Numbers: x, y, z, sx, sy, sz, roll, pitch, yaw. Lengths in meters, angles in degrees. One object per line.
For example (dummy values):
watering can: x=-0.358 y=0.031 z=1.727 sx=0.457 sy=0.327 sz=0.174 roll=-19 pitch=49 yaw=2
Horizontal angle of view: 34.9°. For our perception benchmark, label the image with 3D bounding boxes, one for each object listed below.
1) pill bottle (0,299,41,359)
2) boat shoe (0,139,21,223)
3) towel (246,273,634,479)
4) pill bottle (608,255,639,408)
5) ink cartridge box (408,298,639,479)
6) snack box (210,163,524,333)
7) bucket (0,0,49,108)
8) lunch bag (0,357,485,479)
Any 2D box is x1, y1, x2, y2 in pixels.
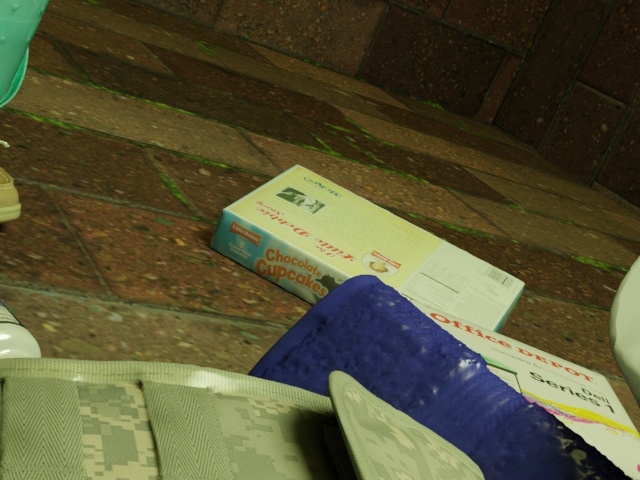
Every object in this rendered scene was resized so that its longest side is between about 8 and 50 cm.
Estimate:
pill bottle: x=-0.225 y=0.072 z=0.665 sx=0.067 sy=0.067 sz=0.120 roll=5 pitch=25 yaw=-49
boat shoe: x=-0.391 y=-0.106 z=0.953 sx=0.285 sy=0.089 sz=0.104 roll=30 pitch=16 yaw=17
towel: x=0.045 y=0.171 z=0.552 sx=0.308 sy=0.228 sz=0.076 roll=38 pitch=-18 yaw=41
pill bottle: x=0.326 y=0.165 z=0.567 sx=0.392 sy=0.224 sz=0.224 roll=57 pitch=4 yaw=-22
ink cartridge box: x=0.142 y=0.173 z=0.779 sx=0.201 sy=0.117 sz=0.278 roll=22 pitch=16 yaw=-7
snack box: x=0.058 y=0.029 z=1.164 sx=0.322 sy=0.060 sz=0.187 roll=29 pitch=29 yaw=14
bucket: x=-0.470 y=-0.272 z=1.206 sx=0.281 sy=0.183 sz=0.281 roll=22 pitch=17 yaw=-7
lunch bag: x=-0.021 y=0.166 z=0.362 sx=0.287 sy=0.169 sz=0.235 roll=6 pitch=30 yaw=-18
